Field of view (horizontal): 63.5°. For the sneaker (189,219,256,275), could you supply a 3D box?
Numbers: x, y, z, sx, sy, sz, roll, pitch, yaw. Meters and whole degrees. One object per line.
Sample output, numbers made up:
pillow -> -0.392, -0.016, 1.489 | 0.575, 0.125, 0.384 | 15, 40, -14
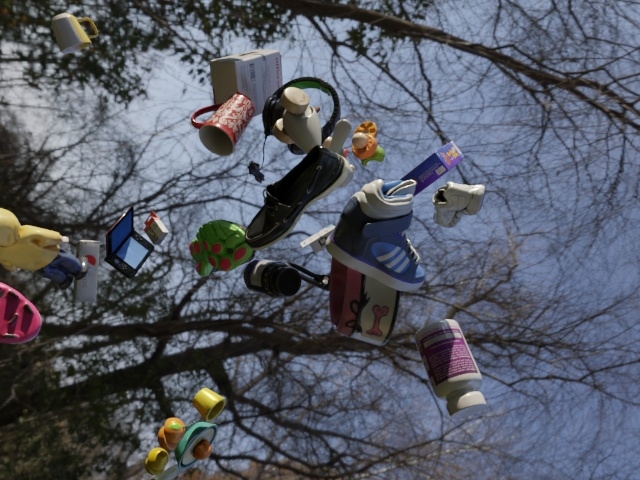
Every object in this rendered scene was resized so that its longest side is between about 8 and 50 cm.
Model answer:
sneaker -> -0.321, 0.012, 1.815 | 0.483, 0.202, 0.185 | -12, -82, 62

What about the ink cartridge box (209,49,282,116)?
ink cartridge box -> -0.250, -0.547, 1.807 | 0.114, 0.273, 0.197 | 13, -59, 26

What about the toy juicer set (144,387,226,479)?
toy juicer set -> -0.342, 0.542, 1.308 | 0.089, 0.209, 0.329 | 32, -53, 21

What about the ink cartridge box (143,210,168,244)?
ink cartridge box -> -0.573, -0.044, 1.773 | 0.063, 0.029, 0.115 | -49, -115, 17

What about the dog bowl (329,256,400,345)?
dog bowl -> 0.124, 0.118, 1.604 | 0.408, 0.150, 0.407 | -177, -90, -83

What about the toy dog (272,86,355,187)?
toy dog -> -0.001, -0.304, 1.544 | 0.220, 0.161, 0.333 | -28, -91, 55

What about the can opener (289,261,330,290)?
can opener -> -0.038, 0.137, 1.904 | 0.073, 0.186, 0.059 | -45, -154, 52

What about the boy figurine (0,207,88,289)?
boy figurine -> -0.751, 0.025, 1.334 | 0.285, 0.177, 0.092 | 47, 13, -44

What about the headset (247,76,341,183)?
headset -> -0.098, -0.368, 1.740 | 0.243, 0.394, 0.185 | 39, -9, 21

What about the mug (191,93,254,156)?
mug -> -0.282, -0.357, 1.519 | 0.150, 0.169, 0.113 | 41, -38, -21

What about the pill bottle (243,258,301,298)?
pill bottle -> -0.159, 0.128, 1.725 | 0.219, 0.123, 0.122 | 4, -76, 56

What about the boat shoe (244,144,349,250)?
boat shoe -> -0.086, -0.111, 1.299 | 0.340, 0.113, 0.127 | -36, -133, 17

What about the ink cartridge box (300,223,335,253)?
ink cartridge box -> 0.000, 0.000, 2.417 | 0.060, 0.180, 0.104 | 59, -3, -14

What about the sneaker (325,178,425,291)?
sneaker -> 0.189, -0.021, 1.228 | 0.236, 0.323, 0.130 | -55, -145, 18

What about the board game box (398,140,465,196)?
board game box -> 0.329, -0.202, 1.843 | 0.347, 0.233, 0.078 | -38, -92, 34

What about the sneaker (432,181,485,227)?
sneaker -> 0.390, -0.115, 1.567 | 0.292, 0.118, 0.110 | 117, -13, -77

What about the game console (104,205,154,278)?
game console -> -0.493, 0.004, 1.349 | 0.124, 0.144, 0.085 | 42, -57, -17

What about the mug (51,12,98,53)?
mug -> -0.499, -0.418, 1.038 | 0.062, 0.078, 0.064 | -12, -71, 31

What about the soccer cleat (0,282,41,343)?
soccer cleat -> -0.756, 0.130, 1.085 | 0.143, 0.331, 0.116 | -36, -147, 57

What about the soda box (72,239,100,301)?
soda box -> -0.833, 0.109, 1.839 | 0.074, 0.069, 0.216 | -9, -102, 57

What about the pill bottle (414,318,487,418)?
pill bottle -> 0.442, 0.435, 1.748 | 0.169, 0.169, 0.301 | 117, -34, -46

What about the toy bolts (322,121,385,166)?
toy bolts -> 0.113, -0.392, 2.027 | 0.229, 0.158, 0.218 | -15, -120, 25
